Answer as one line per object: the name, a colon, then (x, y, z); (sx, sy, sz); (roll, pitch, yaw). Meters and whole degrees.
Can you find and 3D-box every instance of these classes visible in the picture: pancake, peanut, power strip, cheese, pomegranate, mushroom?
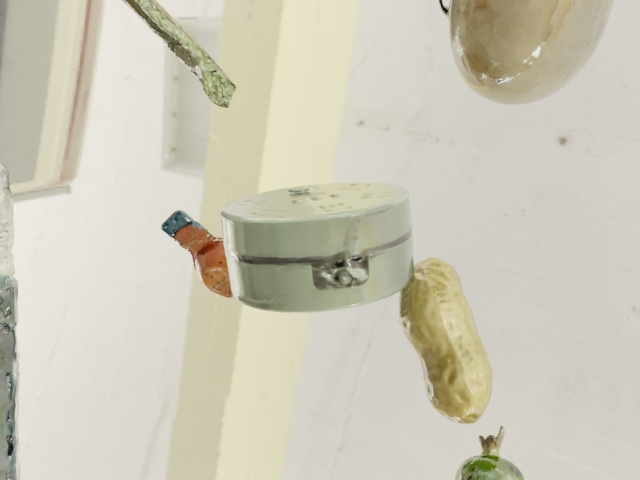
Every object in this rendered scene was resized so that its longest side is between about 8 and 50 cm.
pancake: (-0.269, -0.355, 1.006); (0.054, 0.197, 0.376); (-45, -94, 3)
peanut: (0.217, 0.172, 1.144); (0.147, 0.148, 0.318); (-37, -131, 37)
power strip: (0.000, 0.000, 1.112); (0.357, 0.357, 0.161); (6, -72, 40)
cheese: (-0.289, 0.044, 1.739); (0.329, 0.129, 0.217); (42, -54, -17)
pomegranate: (0.296, 0.404, 1.104); (0.122, 0.122, 0.161); (-8, -114, 41)
mushroom: (0.348, -0.427, 1.122); (0.295, 0.362, 0.362); (28, -68, 35)

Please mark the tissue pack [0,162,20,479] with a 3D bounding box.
tissue pack: (-0.412, 0.061, 0.332); (0.264, 0.417, 0.253); (4, -87, 47)
